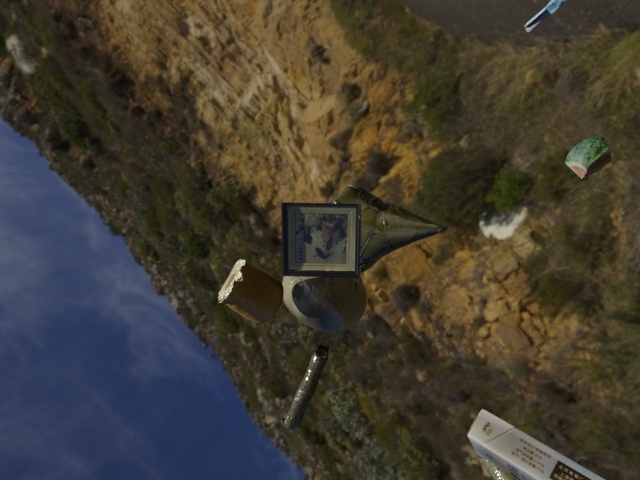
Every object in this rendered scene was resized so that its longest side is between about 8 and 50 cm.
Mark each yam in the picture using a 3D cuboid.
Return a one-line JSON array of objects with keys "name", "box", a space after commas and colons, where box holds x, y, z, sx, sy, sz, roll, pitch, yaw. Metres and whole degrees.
[{"name": "yam", "box": [0.551, 0.700, 1.610, 0.078, 0.078, 0.179, 35, -168, -34]}, {"name": "yam", "box": [-0.021, 0.207, 0.790, 0.033, 0.129, 0.027, 16, -167, -22]}]

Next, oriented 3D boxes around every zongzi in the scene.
[{"name": "zongzi", "box": [0.218, 0.008, 1.791, 0.361, 0.322, 0.159, 16, -128, 19]}]

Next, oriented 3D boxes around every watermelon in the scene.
[{"name": "watermelon", "box": [0.574, -0.177, 1.195, 0.092, 0.085, 0.072, -107, -5, -60]}]

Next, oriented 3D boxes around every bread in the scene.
[{"name": "bread", "box": [-0.176, 0.139, 1.463, 0.173, 0.134, 0.085, 32, 172, -30]}]

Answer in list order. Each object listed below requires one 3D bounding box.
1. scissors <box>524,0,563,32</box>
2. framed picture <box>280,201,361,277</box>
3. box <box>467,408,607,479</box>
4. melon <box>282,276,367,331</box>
[{"name": "scissors", "box": [0.657, -0.661, 1.545, 0.030, 0.125, 0.256, 42, 157, -4]}, {"name": "framed picture", "box": [0.000, 0.000, 1.370, 0.200, 0.195, 0.010, 1, -162, 2]}, {"name": "box", "box": [0.406, 0.426, 1.046, 0.243, 0.067, 0.155, 26, 159, 35]}, {"name": "melon", "box": [0.014, 0.157, 1.657, 0.317, 0.223, 0.223, 39, -165, -53]}]
